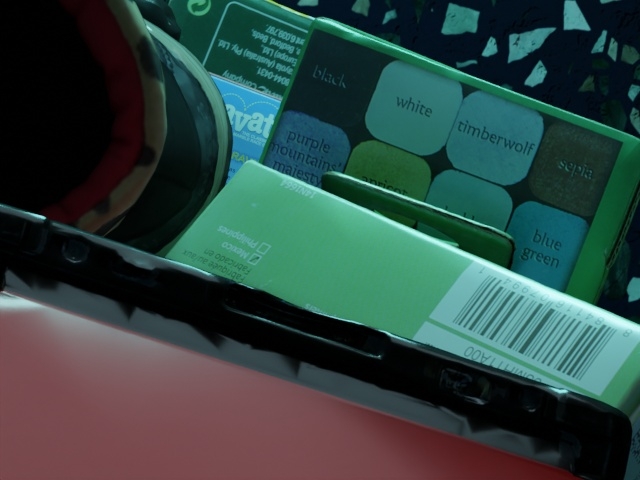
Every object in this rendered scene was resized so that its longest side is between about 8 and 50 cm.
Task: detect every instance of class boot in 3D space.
[{"bbox_3d":[-0.200,-0.084,0.557,0.377,0.138,0.284,26,0,-5],"label":"boot"}]

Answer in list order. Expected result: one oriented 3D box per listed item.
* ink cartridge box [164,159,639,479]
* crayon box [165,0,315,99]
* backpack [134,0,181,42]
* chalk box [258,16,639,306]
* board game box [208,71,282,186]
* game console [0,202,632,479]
[{"bbox_3d":[0.067,0.081,0.628,0.171,0.056,0.235,23,-22,39],"label":"ink cartridge box"},{"bbox_3d":[-0.014,-0.100,1.321,0.203,0.083,0.323,22,1,-3],"label":"crayon box"},{"bbox_3d":[-0.276,-0.138,0.940,0.290,0.273,0.355,17,24,-35],"label":"backpack"},{"bbox_3d":[0.054,0.007,0.963,0.180,0.179,0.289,22,2,8],"label":"chalk box"},{"bbox_3d":[0.000,0.000,1.143,0.281,0.145,0.027,21,1,-1],"label":"board game box"},{"bbox_3d":[-0.018,0.055,0.376,0.144,0.085,0.124,19,-17,-12],"label":"game console"}]
